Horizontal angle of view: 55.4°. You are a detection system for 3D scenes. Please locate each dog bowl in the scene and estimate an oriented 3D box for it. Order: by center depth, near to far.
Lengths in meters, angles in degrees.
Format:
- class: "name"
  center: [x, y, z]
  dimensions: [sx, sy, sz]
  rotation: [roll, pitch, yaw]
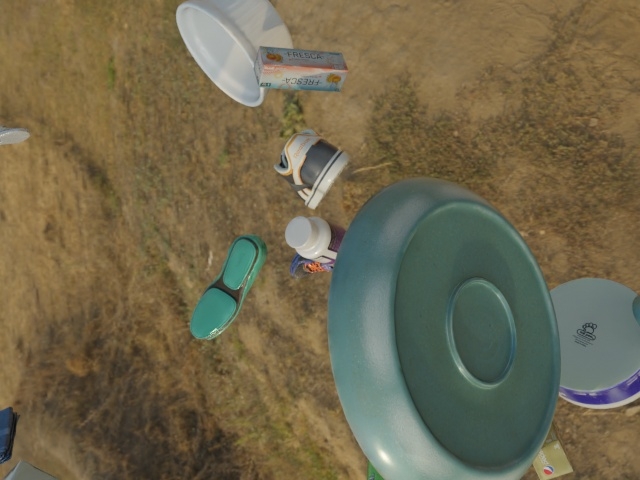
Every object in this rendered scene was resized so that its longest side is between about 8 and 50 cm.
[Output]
- class: "dog bowl"
  center: [0.582, 0.216, 1.307]
  dimensions: [0.265, 0.104, 0.264]
  rotation: [-21, 48, 26]

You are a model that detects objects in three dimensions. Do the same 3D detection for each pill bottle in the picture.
- class: "pill bottle"
  center: [0.000, 0.000, 1.541]
  dimensions: [0.108, 0.194, 0.108]
  rotation: [-10, 72, 33]

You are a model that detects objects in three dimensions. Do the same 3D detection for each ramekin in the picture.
- class: "ramekin"
  center: [-0.188, -0.462, 1.412]
  dimensions: [0.277, 0.135, 0.277]
  rotation: [39, 163, 14]

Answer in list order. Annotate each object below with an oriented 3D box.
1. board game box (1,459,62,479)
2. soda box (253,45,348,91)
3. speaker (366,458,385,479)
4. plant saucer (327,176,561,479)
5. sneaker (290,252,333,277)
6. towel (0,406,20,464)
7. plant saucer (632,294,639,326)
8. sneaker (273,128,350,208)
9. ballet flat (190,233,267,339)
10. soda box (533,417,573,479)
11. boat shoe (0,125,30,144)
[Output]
- class: "board game box"
  center: [-0.423, 0.474, 0.905]
  dimensions: [0.303, 0.224, 0.097]
  rotation: [-44, 22, 28]
- class: "soda box"
  center: [-0.040, -0.350, 1.249]
  dimensions: [0.063, 0.183, 0.058]
  rotation: [118, 144, -51]
- class: "speaker"
  center: [0.132, 0.399, 0.978]
  dimensions: [0.131, 0.131, 0.296]
  rotation: [-35, 39, 46]
- class: "plant saucer"
  center: [0.140, 0.087, 0.576]
  dimensions: [0.044, 0.318, 0.317]
  rotation: [-19, 80, 49]
- class: "sneaker"
  center: [0.008, 0.052, 1.719]
  dimensions: [0.221, 0.083, 0.087]
  rotation: [-28, 40, 20]
- class: "towel"
  center: [-0.586, 0.361, 1.104]
  dimensions: [0.119, 0.067, 0.029]
  rotation: [-122, 11, -55]
- class: "plant saucer"
  center: [0.663, 0.150, 1.182]
  dimensions: [0.119, 0.119, 0.021]
  rotation: [61, 146, 25]
- class: "sneaker"
  center: [-0.020, -0.157, 1.301]
  dimensions: [0.126, 0.128, 0.321]
  rotation: [-56, 0, -8]
- class: "ballet flat"
  center: [-0.174, 0.094, 1.220]
  dimensions: [0.083, 0.087, 0.247]
  rotation: [35, 107, 12]
- class: "soda box"
  center: [0.407, 0.361, 1.110]
  dimensions: [0.058, 0.181, 0.061]
  rotation: [-26, 90, 15]
- class: "boat shoe"
  center: [-0.596, -0.199, 1.141]
  dimensions: [0.035, 0.100, 0.035]
  rotation: [76, 178, -67]
